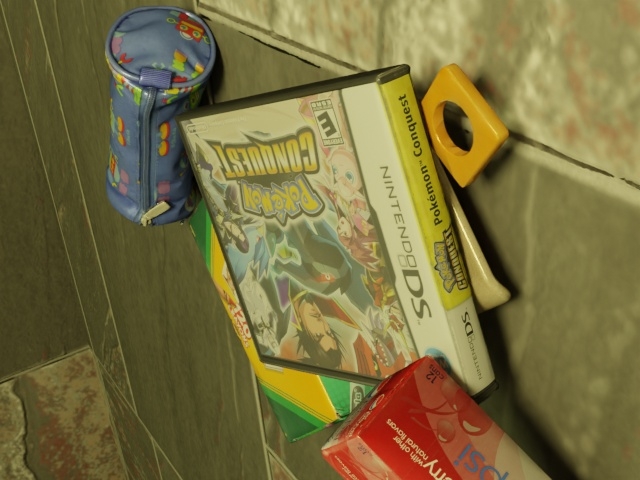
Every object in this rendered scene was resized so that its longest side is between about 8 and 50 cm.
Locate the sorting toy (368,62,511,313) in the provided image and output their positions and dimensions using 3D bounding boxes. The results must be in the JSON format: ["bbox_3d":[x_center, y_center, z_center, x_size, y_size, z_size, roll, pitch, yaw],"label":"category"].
[{"bbox_3d":[0.067,-0.022,0.708,0.196,0.047,0.348,62,154,6],"label":"sorting toy"}]

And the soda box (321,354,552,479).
[{"bbox_3d":[0.126,0.209,0.623,0.263,0.083,0.092,45,153,2],"label":"soda box"}]

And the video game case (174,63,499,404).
[{"bbox_3d":[0.000,0.000,0.710,0.275,0.035,0.248,1,113,51],"label":"video game case"}]

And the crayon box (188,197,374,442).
[{"bbox_3d":[-0.035,0.061,0.929,0.278,0.081,0.165,64,154,10],"label":"crayon box"}]

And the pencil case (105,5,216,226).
[{"bbox_3d":[-0.199,-0.133,1.057,0.306,0.119,0.133,110,161,-55],"label":"pencil case"}]
